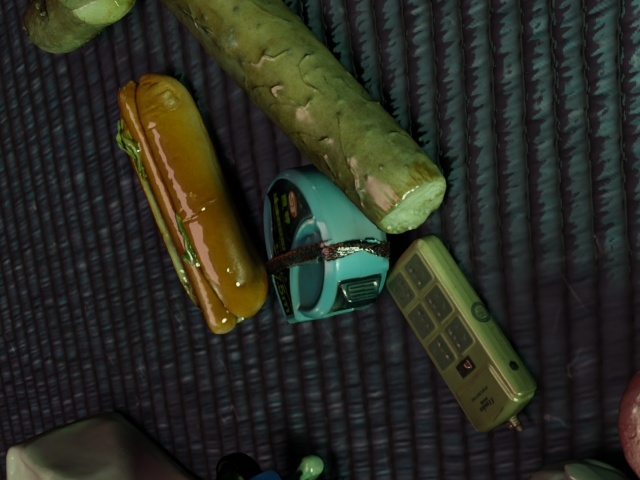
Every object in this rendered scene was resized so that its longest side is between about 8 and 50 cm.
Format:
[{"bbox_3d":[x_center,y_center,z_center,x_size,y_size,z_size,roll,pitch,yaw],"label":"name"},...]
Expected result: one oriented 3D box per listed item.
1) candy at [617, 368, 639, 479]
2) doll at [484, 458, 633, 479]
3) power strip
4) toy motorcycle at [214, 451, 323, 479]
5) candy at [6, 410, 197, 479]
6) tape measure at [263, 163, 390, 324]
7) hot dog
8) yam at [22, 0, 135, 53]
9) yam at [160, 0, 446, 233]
[{"bbox_3d":[0.241,0.122,1.073,0.103,0.103,0.043,62,148,9],"label":"candy"},{"bbox_3d":[0.206,0.204,1.193,0.227,0.075,0.102,7,124,43],"label":"doll"},{"bbox_3d":[0.111,0.079,1.298,0.169,0.028,0.076,57,145,15],"label":"power strip"},{"bbox_3d":[-0.050,0.343,1.597,0.196,0.125,0.331,48,149,32],"label":"toy motorcycle"},{"bbox_3d":[-0.232,0.387,1.857,0.208,0.145,0.358,29,131,42],"label":"candy"},{"bbox_3d":[0.000,0.000,1.356,0.146,0.081,0.125,-20,80,64],"label":"tape measure"},{"bbox_3d":[-0.124,-0.034,1.527,0.100,0.068,0.249,-29,84,58],"label":"hot dog"},{"bbox_3d":[-0.231,-0.223,1.568,0.146,0.070,0.069,-21,91,58],"label":"yam"},{"bbox_3d":[-0.037,-0.149,1.336,0.371,0.083,0.083,47,141,27],"label":"yam"}]
